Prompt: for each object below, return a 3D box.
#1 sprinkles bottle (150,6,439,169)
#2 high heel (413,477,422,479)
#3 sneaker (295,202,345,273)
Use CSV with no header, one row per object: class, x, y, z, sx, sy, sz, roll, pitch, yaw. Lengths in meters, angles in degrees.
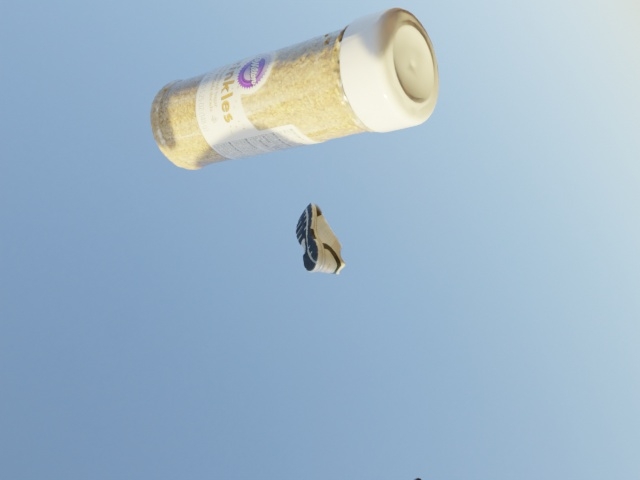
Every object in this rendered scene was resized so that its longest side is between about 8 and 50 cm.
sprinkles bottle,-0.044,-0.163,0.802,0.121,0.356,0.121,8,-101,-50
high heel,0.230,0.531,1.240,0.093,0.261,0.186,23,-114,-32
sneaker,0.000,0.000,0.802,0.044,0.040,0.109,16,-140,-25
